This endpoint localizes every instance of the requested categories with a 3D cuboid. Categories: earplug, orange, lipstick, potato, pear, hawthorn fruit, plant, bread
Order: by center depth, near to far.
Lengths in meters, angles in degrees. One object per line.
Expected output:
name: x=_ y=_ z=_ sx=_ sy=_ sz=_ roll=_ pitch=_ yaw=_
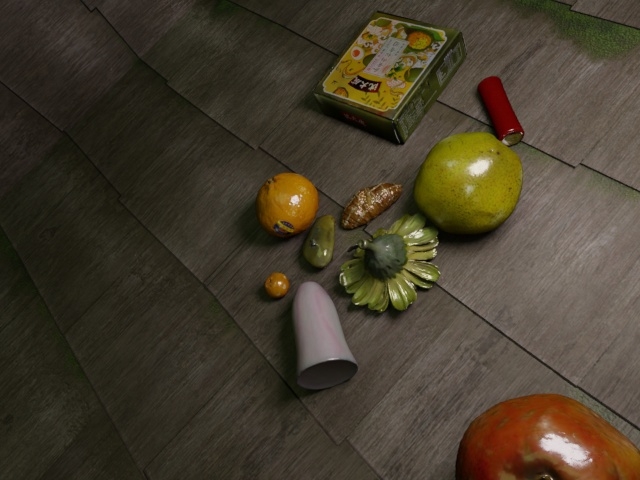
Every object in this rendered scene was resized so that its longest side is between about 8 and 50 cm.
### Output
hawthorn fruit: x=0.444 y=0.487 z=1.002 sx=0.402 sy=0.403 sz=0.403 roll=-10 pitch=60 yaw=19
pear: x=0.411 y=-0.162 z=1.430 sx=0.294 sy=0.294 sz=0.295 roll=-10 pitch=60 yaw=19
earplug: x=-0.012 y=0.249 z=1.477 sx=0.172 sy=0.172 sz=0.301 roll=-24 pitch=50 yaw=11
plant: x=0.162 y=0.045 z=1.483 sx=0.261 sy=0.296 sz=0.306 roll=10 pitch=83 yaw=60
lipstick: x=0.557 y=-0.403 z=1.604 sx=0.080 sy=0.080 sz=0.241 roll=-18 pitch=58 yaw=15
orange: x=-0.138 y=0.142 z=1.631 sx=0.083 sy=0.070 sz=0.083 roll=-13 pitch=58 yaw=23
potato: x=0.000 y=0.000 z=1.638 sx=0.105 sy=0.085 sz=0.188 roll=5 pitch=62 yaw=24
bread: x=0.154 y=-0.123 z=1.640 sx=0.233 sy=0.076 sz=0.105 roll=-33 pitch=57 yaw=3
orange: x=-0.111 y=-0.116 z=1.676 sx=0.219 sy=0.193 sz=0.219 roll=-48 pitch=19 yaw=22

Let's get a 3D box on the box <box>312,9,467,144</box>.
box: x=0.238 y=-0.580 z=1.806 sx=0.372 sy=0.138 sz=0.420 roll=31 pitch=79 yaw=33
